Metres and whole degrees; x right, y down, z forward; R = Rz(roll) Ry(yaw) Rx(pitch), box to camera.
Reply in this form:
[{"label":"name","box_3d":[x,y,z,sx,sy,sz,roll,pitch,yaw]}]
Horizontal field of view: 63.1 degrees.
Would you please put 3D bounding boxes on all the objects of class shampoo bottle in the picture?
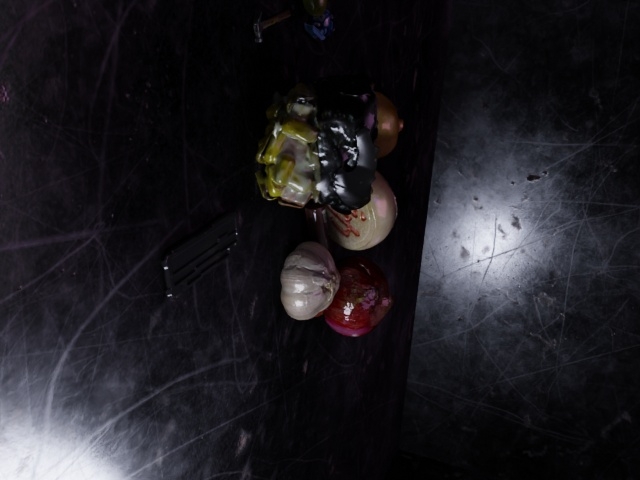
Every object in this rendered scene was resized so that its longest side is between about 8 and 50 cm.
[{"label":"shampoo bottle","box_3d":[-0.001,-0.001,1.606,0.068,0.067,0.237,-32,124,-40]}]

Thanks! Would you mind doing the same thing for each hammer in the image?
[{"label":"hammer","box_3d":[-0.111,-0.517,1.218,0.182,0.017,0.062,-57,148,-49]}]

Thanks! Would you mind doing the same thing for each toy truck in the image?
[{"label":"toy truck","box_3d":[-0.006,-0.582,1.414,0.090,0.056,0.073,-49,150,-33]}]

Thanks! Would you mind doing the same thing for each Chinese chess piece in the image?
[{"label":"Chinese chess piece","box_3d":[0.100,-0.104,1.567,0.112,0.269,0.270,-32,131,-37]}]

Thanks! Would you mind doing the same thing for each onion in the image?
[{"label":"onion","box_3d":[0.118,0.190,1.755,0.276,0.275,0.277,9,90,-69]}]

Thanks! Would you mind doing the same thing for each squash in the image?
[{"label":"squash","box_3d":[-0.022,-0.670,1.313,0.066,0.066,0.201,-54,143,-49]}]

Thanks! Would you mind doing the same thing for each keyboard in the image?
[{"label":"keyboard","box_3d":[-0.243,0.023,1.095,0.262,0.016,0.106,-44,138,-56]}]

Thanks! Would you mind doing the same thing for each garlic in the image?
[{"label":"garlic","box_3d":[-0.026,0.116,1.497,0.228,0.152,0.228,8,90,-73]}]

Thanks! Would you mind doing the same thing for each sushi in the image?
[{"label":"sushi","box_3d":[-0.009,-0.244,1.271,0.329,0.284,0.328,-89,178,-51]}]

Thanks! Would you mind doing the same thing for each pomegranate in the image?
[{"label":"pomegranate","box_3d":[0.146,-0.368,1.668,0.233,0.232,0.234,9,90,-69]}]

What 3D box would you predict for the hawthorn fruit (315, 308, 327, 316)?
[{"label":"hawthorn fruit","box_3d":[-0.020,0.201,1.628,0.093,0.092,0.093,9,90,-69]}]
